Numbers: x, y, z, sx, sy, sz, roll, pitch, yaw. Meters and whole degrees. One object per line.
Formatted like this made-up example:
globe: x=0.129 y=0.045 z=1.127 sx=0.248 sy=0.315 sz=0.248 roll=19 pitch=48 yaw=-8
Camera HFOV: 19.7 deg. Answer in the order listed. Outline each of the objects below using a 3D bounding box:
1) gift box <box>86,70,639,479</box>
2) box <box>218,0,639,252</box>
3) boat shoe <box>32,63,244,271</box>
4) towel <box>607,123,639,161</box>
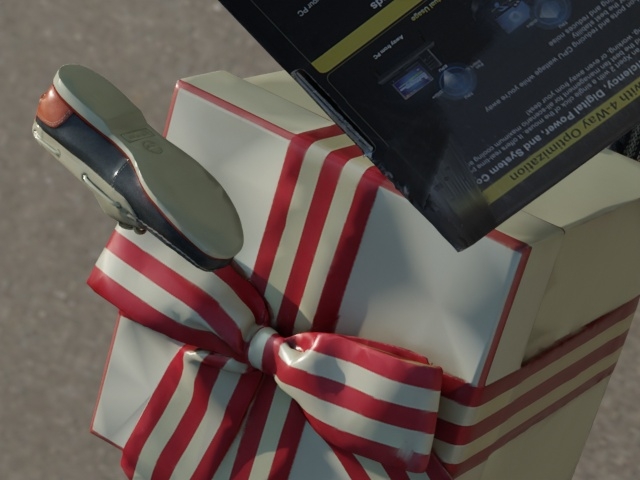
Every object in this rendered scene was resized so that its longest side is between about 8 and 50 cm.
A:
gift box: x=0.035 y=0.061 z=1.055 sx=0.255 sy=0.258 sz=0.276 roll=22 pitch=110 yaw=27
box: x=0.111 y=-0.224 z=0.761 sx=0.395 sy=0.318 sz=0.097 roll=-38 pitch=24 yaw=18
boat shoe: x=-0.092 y=-0.029 z=0.908 sx=0.137 sy=0.049 sz=0.043 roll=44 pitch=120 yaw=19
towel: x=0.281 y=-0.127 z=1.268 sx=0.056 sy=0.324 sz=0.312 roll=28 pitch=126 yaw=18
